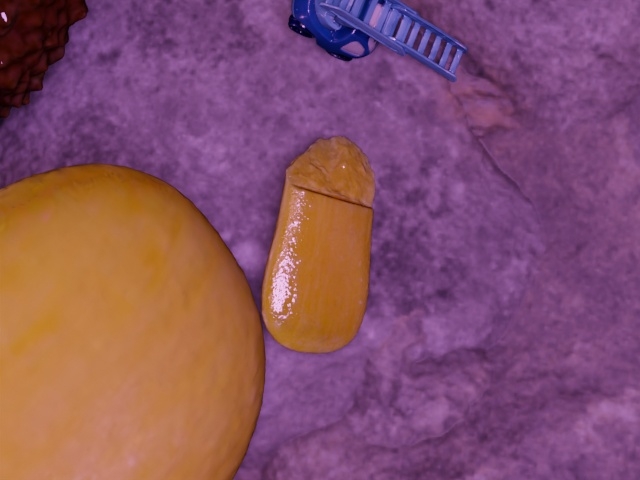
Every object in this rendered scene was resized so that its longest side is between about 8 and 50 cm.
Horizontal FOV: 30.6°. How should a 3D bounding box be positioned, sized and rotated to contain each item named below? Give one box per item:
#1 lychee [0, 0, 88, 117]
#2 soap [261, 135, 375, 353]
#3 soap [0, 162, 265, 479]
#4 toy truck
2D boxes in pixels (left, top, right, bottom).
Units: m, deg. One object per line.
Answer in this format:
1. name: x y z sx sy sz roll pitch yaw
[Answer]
1. lychee: -0.285 -0.196 0.833 0.267 0.267 0.268 -1 83 4
2. soap: 0.000 0.000 0.875 0.089 0.033 0.169 9 83 -32
3. soap: -0.205 0.144 0.754 0.427 0.115 0.306 -44 120 -27
4. toy truck: 0.043 -0.164 0.896 0.136 0.074 0.063 23 86 -34
